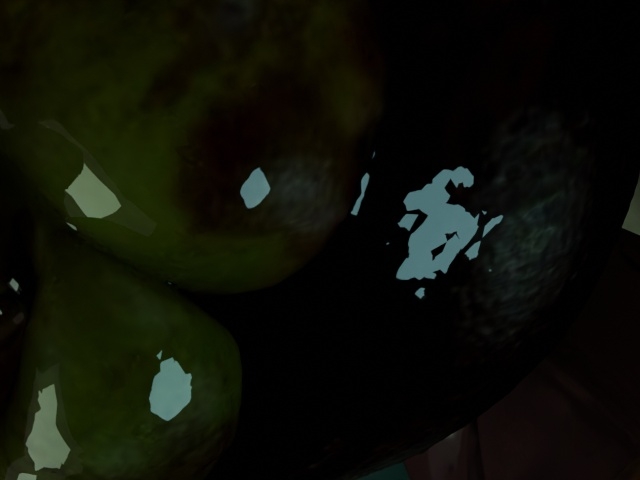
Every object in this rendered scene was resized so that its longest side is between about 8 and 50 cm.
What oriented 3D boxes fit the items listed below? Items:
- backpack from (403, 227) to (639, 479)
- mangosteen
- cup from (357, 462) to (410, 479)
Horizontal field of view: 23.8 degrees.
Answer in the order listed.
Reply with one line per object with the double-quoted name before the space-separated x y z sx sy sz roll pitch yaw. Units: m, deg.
"backpack" 0.160 0.116 0.566 0.317 0.197 0.283 44 173 50
"mangosteen" -0.055 -0.042 0.473 0.297 0.313 0.297 35 166 10
"cup" 0.070 0.098 1.030 0.300 0.167 0.173 41 159 30
